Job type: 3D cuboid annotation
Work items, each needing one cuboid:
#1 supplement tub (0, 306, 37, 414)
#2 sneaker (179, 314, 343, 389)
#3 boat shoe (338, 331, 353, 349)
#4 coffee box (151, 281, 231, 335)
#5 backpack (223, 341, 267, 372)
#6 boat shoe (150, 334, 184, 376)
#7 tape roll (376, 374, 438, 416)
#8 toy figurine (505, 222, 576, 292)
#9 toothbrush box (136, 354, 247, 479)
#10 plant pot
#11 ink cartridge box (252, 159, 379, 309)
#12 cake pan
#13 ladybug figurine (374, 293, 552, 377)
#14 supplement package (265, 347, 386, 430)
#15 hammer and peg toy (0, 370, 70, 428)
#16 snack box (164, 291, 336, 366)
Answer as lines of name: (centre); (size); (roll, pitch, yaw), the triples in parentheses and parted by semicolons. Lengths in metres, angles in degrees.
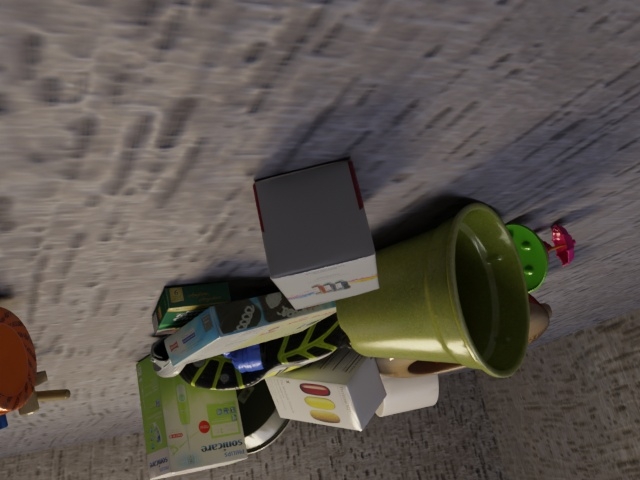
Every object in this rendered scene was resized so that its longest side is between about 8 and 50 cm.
supplement tub: (-0.596, 0.205, 0.894); (0.316, 0.193, 0.193); (-14, 161, 3)
sneaker: (-0.136, 0.268, 1.443); (0.385, 0.145, 0.147); (-10, 161, -4)
boat shoe: (0.099, 0.278, 1.693); (0.324, 0.122, 0.120); (-24, -168, 7)
coffee box: (-0.239, 0.127, 1.134); (0.113, 0.040, 0.184); (-4, 159, -25)
backpack: (-0.163, 0.222, 1.329); (0.101, 0.120, 0.098); (-13, 161, 0)
boat shoe: (-0.323, 0.233, 1.339); (0.081, 0.079, 0.227); (13, 144, -34)
tape roll: (0.231, 0.388, 1.861); (0.169, 0.245, 0.246); (-9, 160, -10)
toy figurine: (0.404, 0.022, 1.185); (0.159, 0.130, 0.173); (-11, -175, -35)
toothbrush box: (-0.317, 0.415, 1.522); (0.206, 0.283, 0.122); (5, 154, -40)
plant pot: (0.175, 0.096, 1.045); (0.254, 0.275, 0.276); (-13, 165, 38)
ink cartridge box: (0.000, 0.000, 0.805); (0.128, 0.128, 0.176); (-14, 162, 2)
cake pan: (-0.189, 0.420, 1.666); (0.293, 0.293, 0.054); (-21, 134, 22)
ladybug figurine: (0.331, 0.208, 1.520); (0.450, 0.161, 0.305); (-14, 151, 4)
supplement package: (0.011, 0.347, 1.495); (0.244, 0.138, 0.134); (-4, -155, 37)
hammer and peg toy: (-0.656, 0.291, 1.165); (0.266, 0.127, 0.361); (-13, 179, 0)
snack box: (-0.109, 0.151, 1.181); (0.322, 0.060, 0.187); (-9, 162, -43)
